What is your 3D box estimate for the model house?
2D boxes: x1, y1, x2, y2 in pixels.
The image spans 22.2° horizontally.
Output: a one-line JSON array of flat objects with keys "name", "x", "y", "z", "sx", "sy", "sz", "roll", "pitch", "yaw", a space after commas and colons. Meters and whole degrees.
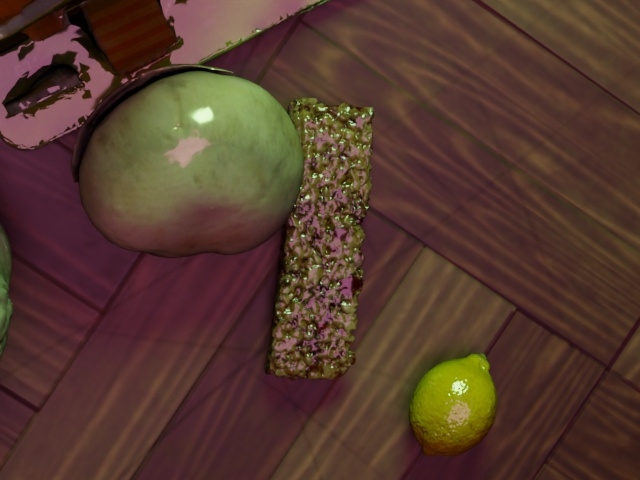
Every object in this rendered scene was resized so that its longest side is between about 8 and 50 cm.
[{"name": "model house", "x": -0.089, "y": -0.220, "z": 0.988, "sx": 0.357, "sy": 0.313, "sz": 0.243, "roll": -26, "pitch": 100, "yaw": -6}]

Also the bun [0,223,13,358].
[{"name": "bun", "x": -0.306, "y": 0.026, "z": 1.034, "sx": 0.281, "sy": 0.205, "sz": 0.282, "roll": -5, "pitch": 79, "yaw": 27}]

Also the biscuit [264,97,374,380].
[{"name": "biscuit", "x": 0.000, "y": 0.000, "z": 1.155, "sx": 0.064, "sy": 0.034, "sz": 0.199, "roll": 4, "pitch": 95, "yaw": -9}]

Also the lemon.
[{"name": "lemon", "x": 0.096, "y": 0.117, "z": 1.165, "sx": 0.062, "sy": 0.062, "sz": 0.083, "roll": 33, "pitch": 86, "yaw": -9}]

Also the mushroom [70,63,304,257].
[{"name": "mushroom", "x": -0.089, "y": -0.052, "z": 1.098, "sx": 0.154, "sy": 0.122, "sz": 0.154, "roll": -14, "pitch": 137, "yaw": -13}]
